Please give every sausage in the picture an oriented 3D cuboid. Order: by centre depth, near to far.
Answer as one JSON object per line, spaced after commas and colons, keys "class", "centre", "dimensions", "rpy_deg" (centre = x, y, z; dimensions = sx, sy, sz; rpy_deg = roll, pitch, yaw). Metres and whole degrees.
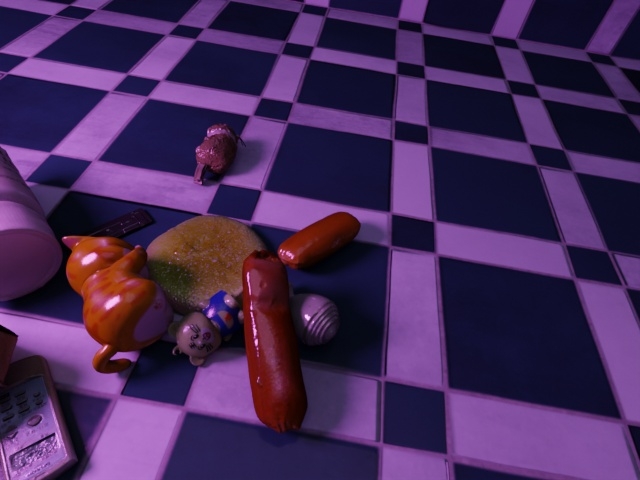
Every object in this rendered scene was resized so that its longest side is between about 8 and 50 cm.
{"class": "sausage", "centre": [-0.098, 0.185, 0.799], "dimensions": [0.097, 0.094, 0.348], "rpy_deg": [4, 63, -34]}
{"class": "sausage", "centre": [0.000, 0.000, 1.026], "dimensions": [0.238, 0.098, 0.098], "rpy_deg": [-29, 59, -32]}

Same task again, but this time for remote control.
{"class": "remote control", "centre": [-0.505, 0.310, 0.713], "dimensions": [0.098, 0.038, 0.233], "rpy_deg": [-25, 57, -26]}

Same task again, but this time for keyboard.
{"class": "keyboard", "centre": [-0.525, -0.020, 1.018], "dimensions": [0.205, 0.013, 0.061], "rpy_deg": [-32, 60, -31]}

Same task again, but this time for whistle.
{"class": "whistle", "centre": [-0.205, 0.158, 0.848], "dimensions": [0.227, 0.085, 0.105], "rpy_deg": [-38, 107, -27]}

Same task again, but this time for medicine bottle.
{"class": "medicine bottle", "centre": [-0.733, -0.059, 0.892], "dimensions": [0.211, 0.211, 0.371], "rpy_deg": [-31, 60, -30]}

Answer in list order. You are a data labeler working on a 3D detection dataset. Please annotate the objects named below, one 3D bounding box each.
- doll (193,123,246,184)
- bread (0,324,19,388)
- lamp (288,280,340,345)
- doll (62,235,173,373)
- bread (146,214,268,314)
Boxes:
{"class": "doll", "centre": [-0.306, -0.255, 1.196], "dimensions": [0.115, 0.105, 0.221], "rpy_deg": [17, 48, 5]}
{"class": "bread", "centre": [-0.640, 0.224, 0.679], "dimensions": [0.225, 0.142, 0.211], "rpy_deg": [5, 58, 23]}
{"class": "lamp", "centre": [-0.041, 0.149, 0.888], "dimensions": [0.193, 0.106, 0.106], "rpy_deg": [31, 51, 32]}
{"class": "doll", "centre": [-0.406, 0.103, 0.831], "dimensions": [0.162, 0.166, 0.269], "rpy_deg": [-21, 52, -23]}
{"class": "bread", "centre": [-0.265, 0.051, 0.974], "dimensions": [0.302, 0.045, 0.301], "rpy_deg": [4, 51, -4]}
